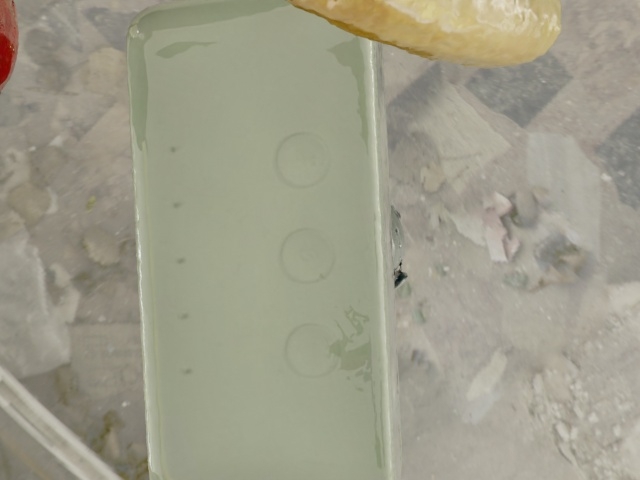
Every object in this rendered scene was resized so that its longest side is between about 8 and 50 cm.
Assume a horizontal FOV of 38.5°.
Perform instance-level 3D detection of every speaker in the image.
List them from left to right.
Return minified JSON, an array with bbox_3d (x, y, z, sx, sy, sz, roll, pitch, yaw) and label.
[{"bbox_3d":[-0.036,0.009,0.726,0.184,0.183,0.406,-2,91,6],"label":"speaker"}]

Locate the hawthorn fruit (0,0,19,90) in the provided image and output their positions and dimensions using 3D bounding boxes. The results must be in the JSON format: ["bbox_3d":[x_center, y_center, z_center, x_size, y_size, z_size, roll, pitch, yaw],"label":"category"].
[{"bbox_3d":[-0.266,-0.131,0.595,0.148,0.148,0.172,-27,76,9],"label":"hawthorn fruit"}]

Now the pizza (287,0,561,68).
[{"bbox_3d":[-0.015,-0.145,0.327,0.271,0.134,0.056,36,136,-18],"label":"pizza"}]

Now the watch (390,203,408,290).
[{"bbox_3d":[0.000,0.000,1.149,0.206,0.068,0.193,-25,104,34],"label":"watch"}]
